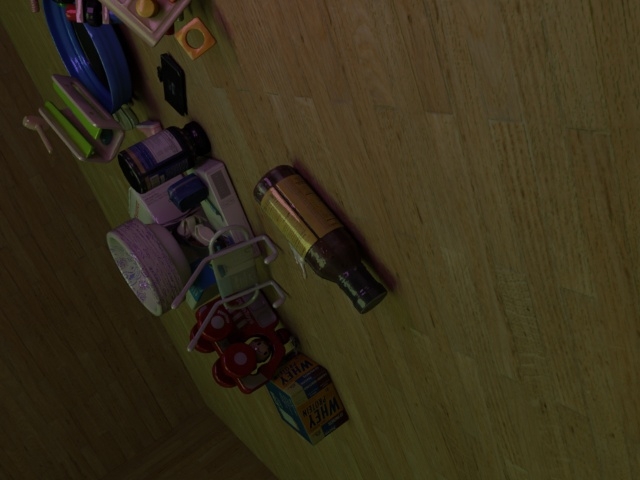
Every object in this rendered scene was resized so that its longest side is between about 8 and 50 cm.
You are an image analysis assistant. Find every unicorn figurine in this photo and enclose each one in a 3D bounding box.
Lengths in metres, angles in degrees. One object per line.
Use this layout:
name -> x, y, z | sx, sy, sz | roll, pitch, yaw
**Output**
unicorn figurine -> -0.037, 0.029, 1.636 | 0.162, 0.060, 0.111 | 33, 148, 45

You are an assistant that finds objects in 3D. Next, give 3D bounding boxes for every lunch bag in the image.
lunch bag -> -0.353, -0.126, 1.869 | 0.065, 0.098, 0.067 | 50, 161, 21

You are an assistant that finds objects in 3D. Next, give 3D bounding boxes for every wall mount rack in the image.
wall mount rack -> -0.250, 0.132, 1.893 | 0.130, 0.304, 0.350 | 55, 161, 37

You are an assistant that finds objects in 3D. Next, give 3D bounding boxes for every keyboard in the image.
keyboard -> -0.382, -0.405, 1.835 | 0.108, 0.023, 0.180 | 44, 155, 15

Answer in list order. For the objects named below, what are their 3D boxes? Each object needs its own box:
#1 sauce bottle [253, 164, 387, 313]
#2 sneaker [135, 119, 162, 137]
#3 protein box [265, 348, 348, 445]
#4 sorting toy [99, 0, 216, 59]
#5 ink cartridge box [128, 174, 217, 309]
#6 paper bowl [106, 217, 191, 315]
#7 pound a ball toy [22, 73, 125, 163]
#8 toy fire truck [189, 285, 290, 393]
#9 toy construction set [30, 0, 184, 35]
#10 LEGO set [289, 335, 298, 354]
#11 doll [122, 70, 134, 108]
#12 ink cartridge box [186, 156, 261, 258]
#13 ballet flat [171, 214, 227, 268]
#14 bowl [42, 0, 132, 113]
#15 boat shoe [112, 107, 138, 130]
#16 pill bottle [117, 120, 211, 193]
sauce bottle -> 0.000, 0.000, 1.453 | 0.344, 0.111, 0.111 | 52, 157, 18
sneaker -> -0.517, -0.327, 2.180 | 0.134, 0.051, 0.070 | 18, 130, 52
protein box -> -0.052, 0.468, 2.155 | 0.201, 0.136, 0.199 | 19, 136, 57
sorting toy -> -0.336, -0.497, 1.368 | 0.348, 0.196, 0.047 | 41, -159, -9
ink cartridge box -> -0.440, -0.005, 2.295 | 0.395, 0.166, 0.285 | 55, 158, 5
paper bowl -> -0.483, 0.065, 2.070 | 0.284, 0.148, 0.284 | 44, 153, 29
pound a ball toy -> -0.720, -0.336, 2.105 | 0.319, 0.136, 0.208 | 44, 116, 28
toy fire truck -> -0.224, 0.282, 2.116 | 0.302, 0.254, 0.169 | 55, 151, 9
toy construction set -> -0.414, -0.577, 1.458 | 0.309, 0.257, 0.237 | 24, 133, 21
LEGO set -> -0.075, 0.312, 2.148 | 0.083, 0.023, 0.054 | 67, -166, -68
doll -> -0.604, -0.463, 2.188 | 0.129, 0.046, 0.189 | 53, 157, 13
ink cartridge box -> -0.299, -0.098, 2.012 | 0.261, 0.066, 0.296 | 24, 141, 53
ballet flat -> -0.337, -0.016, 2.008 | 0.280, 0.095, 0.096 | 30, 137, 44
bowl -> -0.667, -0.552, 2.058 | 0.391, 0.077, 0.391 | 42, 150, 32
boat shoe -> -0.687, -0.439, 2.354 | 0.226, 0.076, 0.083 | 44, 154, 30
pill bottle -> -0.400, -0.221, 1.852 | 0.123, 0.219, 0.122 | 45, 154, 29
